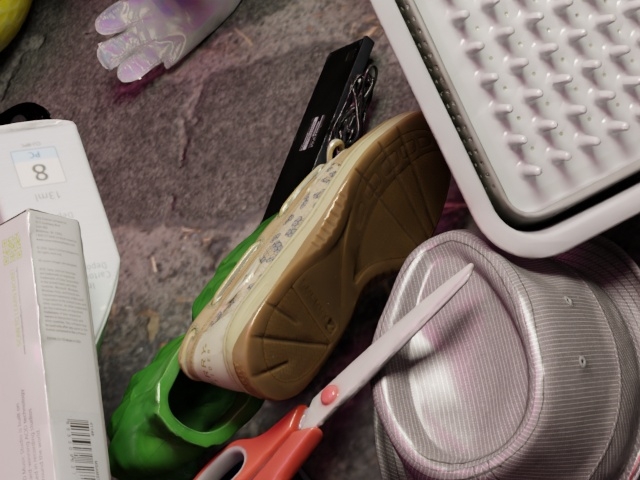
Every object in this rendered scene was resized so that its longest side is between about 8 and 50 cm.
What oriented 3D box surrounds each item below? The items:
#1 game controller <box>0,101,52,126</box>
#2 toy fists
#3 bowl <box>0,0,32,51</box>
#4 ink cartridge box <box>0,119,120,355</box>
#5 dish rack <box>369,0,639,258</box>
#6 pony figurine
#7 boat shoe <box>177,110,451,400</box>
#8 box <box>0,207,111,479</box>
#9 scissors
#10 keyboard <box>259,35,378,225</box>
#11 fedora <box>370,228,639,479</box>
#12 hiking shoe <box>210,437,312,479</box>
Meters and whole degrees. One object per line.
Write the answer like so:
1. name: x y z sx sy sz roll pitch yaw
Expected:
1. game controller: -0.395 -0.014 1.579 0.319 0.067 0.166 -31 48 20
2. toy fists: -0.069 0.083 1.190 0.142 0.096 0.279 -33 19 54
3. bowl: -0.451 -0.239 1.679 0.290 0.289 0.156 4 109 40
4. ink cartridge box: -0.206 0.145 1.212 0.385 0.091 0.308 66 152 27
5. dish rack: 0.173 -0.182 1.067 0.286 0.332 0.072 -27 7 -10
6. pony figurine: -0.123 -0.357 1.430 0.351 0.302 0.363 -34 11 -7
7. boat shoe: 0.000 0.000 1.114 0.089 0.104 0.285 2 38 42
8. box: -0.287 0.141 1.093 0.322 0.058 0.232 -23 65 33
9. scissors: -0.008 0.118 1.053 0.297 0.021 0.109 -54 32 0
10. keyboard: 0.011 -0.090 1.343 0.100 0.038 0.192 -11 55 61
11. fedora: 0.118 0.088 1.071 0.244 0.124 0.275 -20 53 27
12. hiking shoe: -0.057 0.268 1.087 0.113 0.132 0.304 -26 48 23
